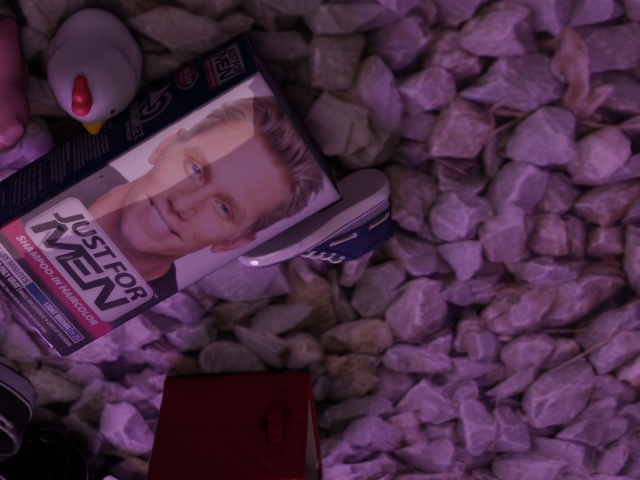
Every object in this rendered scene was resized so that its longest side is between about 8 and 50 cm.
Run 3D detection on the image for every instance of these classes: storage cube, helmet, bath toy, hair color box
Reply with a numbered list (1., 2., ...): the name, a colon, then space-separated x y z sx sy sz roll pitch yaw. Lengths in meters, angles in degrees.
1. storage cube: -0.101 0.294 1.491 0.193 0.184 0.215 -4 129 5
2. helmet: -0.391 0.341 1.545 0.169 0.169 0.162 21 121 -16
3. bath toy: -0.351 -0.144 1.176 0.348 0.129 0.151 -5 128 3
4. hair color box: -0.175 -0.043 1.223 0.347 0.105 0.174 -31 123 7

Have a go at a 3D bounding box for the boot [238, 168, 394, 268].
1. boot: 0.000 0.000 1.290 0.190 0.069 0.086 -26 132 -15

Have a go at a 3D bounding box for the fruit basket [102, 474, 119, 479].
1. fruit basket: -0.282 0.509 1.712 0.327 0.165 0.353 34 106 -25

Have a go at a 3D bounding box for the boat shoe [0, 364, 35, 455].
1. boat shoe: -0.498 0.174 1.445 0.306 0.105 0.113 36 120 -25
